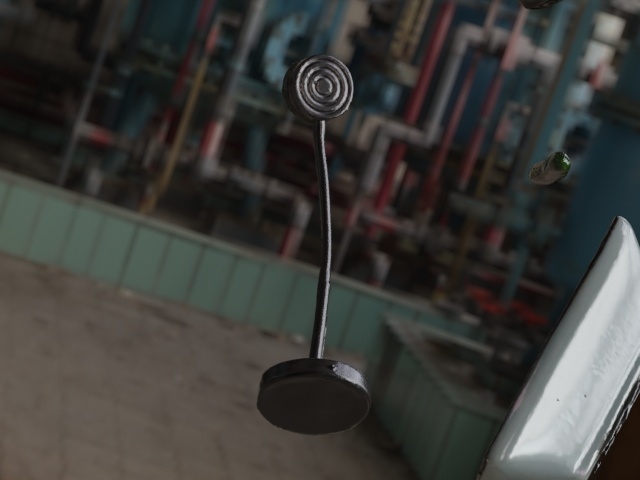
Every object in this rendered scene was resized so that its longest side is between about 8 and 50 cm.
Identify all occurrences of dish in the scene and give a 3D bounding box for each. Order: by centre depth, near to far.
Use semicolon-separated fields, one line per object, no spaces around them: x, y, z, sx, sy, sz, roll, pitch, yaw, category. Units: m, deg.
0.203;0.125;1.491;0.080;0.243;0.182;26;-25;12;dish

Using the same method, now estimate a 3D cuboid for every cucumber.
0.291;-0.089;2.388;0.036;0.033;0.184;40;-8;-1;cucumber

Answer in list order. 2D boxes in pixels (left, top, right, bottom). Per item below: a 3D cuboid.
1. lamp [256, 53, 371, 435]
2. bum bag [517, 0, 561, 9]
0.014;-0.005;1.800;0.130;0.371;0.108;16;-16;-18;lamp
0.073;-0.195;0.939;0.232;0.107;0.060;31;28;-21;bum bag
